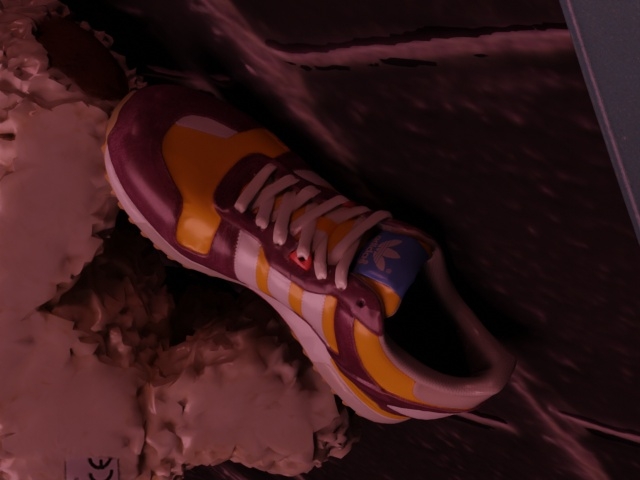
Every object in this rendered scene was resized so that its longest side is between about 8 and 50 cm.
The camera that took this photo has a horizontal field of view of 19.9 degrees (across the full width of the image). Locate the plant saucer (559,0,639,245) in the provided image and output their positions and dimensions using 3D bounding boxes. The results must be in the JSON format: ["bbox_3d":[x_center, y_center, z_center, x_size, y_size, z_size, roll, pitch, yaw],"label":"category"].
[{"bbox_3d":[0.107,-0.026,0.517,0.067,0.018,0.192,25,157,37],"label":"plant saucer"}]

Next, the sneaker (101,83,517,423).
[{"bbox_3d":[0.000,0.000,0.715,0.185,0.069,0.084,40,153,-19],"label":"sneaker"}]

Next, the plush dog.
[{"bbox_3d":[-0.131,0.021,0.852,0.262,0.210,0.225,49,-177,-23],"label":"plush dog"}]
